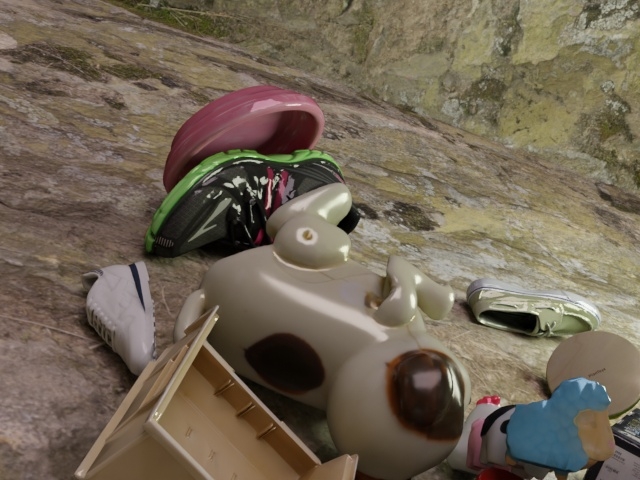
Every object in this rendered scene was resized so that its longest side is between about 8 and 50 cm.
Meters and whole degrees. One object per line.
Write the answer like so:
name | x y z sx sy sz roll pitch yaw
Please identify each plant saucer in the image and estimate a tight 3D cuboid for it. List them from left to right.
plant saucer | -0.154 -0.187 1.600 0.332 0.332 0.084 -8 65 -49

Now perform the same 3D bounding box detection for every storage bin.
storage bin | -0.096 0.245 0.938 0.262 0.123 0.260 48 23 -11

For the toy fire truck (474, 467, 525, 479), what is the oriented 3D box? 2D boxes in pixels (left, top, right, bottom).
toy fire truck | 0.284 0.420 0.996 0.253 0.169 0.302 14 23 -26

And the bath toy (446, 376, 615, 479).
bath toy | 0.274 0.263 1.141 0.151 0.129 0.348 19 -18 -2

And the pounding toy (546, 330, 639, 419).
pounding toy | 0.555 0.274 1.592 0.236 0.110 0.183 -4 52 21

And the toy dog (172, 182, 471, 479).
toy dog | 0.038 0.149 1.189 0.408 0.285 0.395 41 30 27

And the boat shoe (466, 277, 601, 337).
boat shoe | 0.449 0.162 1.767 0.302 0.109 0.094 11 42 -8

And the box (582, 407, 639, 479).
box | 0.594 0.377 1.178 0.394 0.097 0.318 26 10 26

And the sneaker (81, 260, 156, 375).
sneaker | -0.287 0.116 1.204 0.094 0.090 0.235 -1 29 -21

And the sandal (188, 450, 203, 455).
sandal | -0.184 0.292 0.925 0.079 0.088 0.240 29 20 24

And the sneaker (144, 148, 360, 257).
sneaker | -0.103 -0.051 1.555 0.482 0.185 0.202 -16 59 -41
